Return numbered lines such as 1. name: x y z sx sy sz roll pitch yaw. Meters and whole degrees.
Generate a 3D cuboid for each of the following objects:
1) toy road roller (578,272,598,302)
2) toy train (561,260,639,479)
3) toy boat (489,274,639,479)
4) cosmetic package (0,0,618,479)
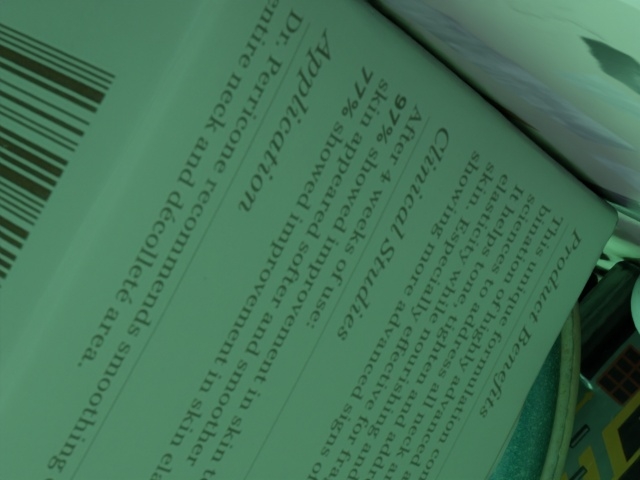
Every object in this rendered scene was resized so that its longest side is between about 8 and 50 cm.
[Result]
1. toy road roller: 0.187 0.111 1.354 0.330 0.202 0.240 30 -177 -20
2. toy train: 0.202 0.174 1.178 0.190 0.334 0.142 42 -176 -7
3. toy boat: 0.133 0.063 1.053 0.318 0.267 0.148 -10 164 30
4. cosmetic package: -0.105 0.011 0.906 0.327 0.329 0.394 25 176 40
